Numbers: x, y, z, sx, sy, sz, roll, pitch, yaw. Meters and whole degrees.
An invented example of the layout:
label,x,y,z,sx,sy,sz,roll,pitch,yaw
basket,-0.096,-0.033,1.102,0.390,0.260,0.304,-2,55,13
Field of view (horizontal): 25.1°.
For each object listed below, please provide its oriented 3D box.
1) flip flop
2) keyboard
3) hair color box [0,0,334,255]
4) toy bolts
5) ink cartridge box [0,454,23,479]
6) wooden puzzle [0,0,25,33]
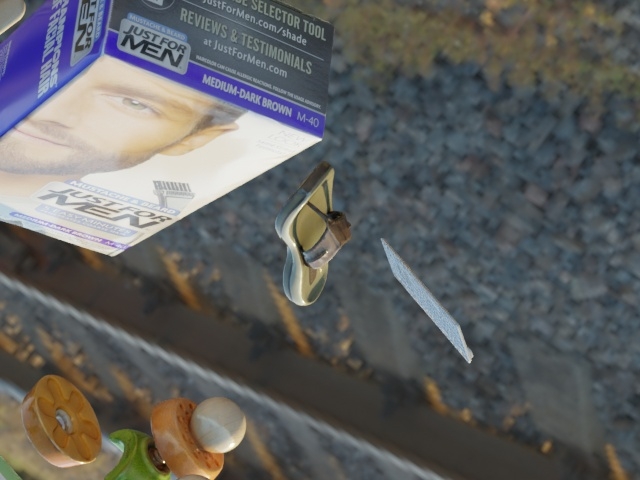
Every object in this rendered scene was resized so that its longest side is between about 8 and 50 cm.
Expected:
label,x,y,z,sx,sy,sz,roll,pitch,yaw
flip flop,0.000,0.000,1.878,0.080,0.112,0.277,28,147,20
keyboard,0.144,0.079,1.997,0.072,0.014,0.256,61,174,-34
hair color box,-0.161,-0.098,1.137,0.185,0.110,0.339,19,153,-30
toy bolts,-0.180,0.224,1.459,0.218,0.158,0.228,46,-157,-33
ink cartridge box,-0.340,0.201,1.007,0.171,0.235,0.056,47,148,7
wooden puzzle,-0.480,-0.237,1.785,0.044,0.221,0.239,57,166,-28
